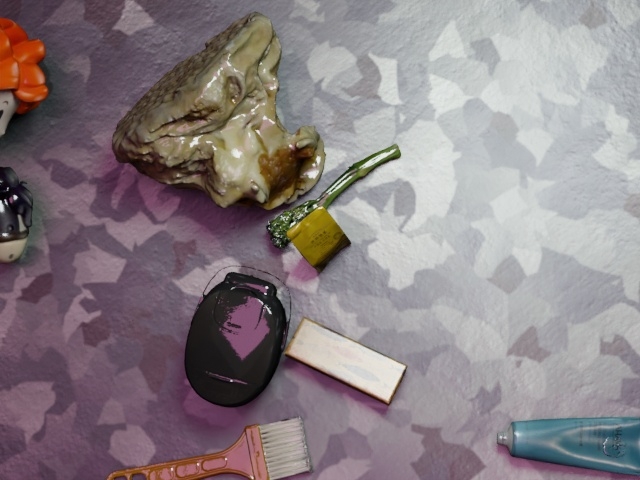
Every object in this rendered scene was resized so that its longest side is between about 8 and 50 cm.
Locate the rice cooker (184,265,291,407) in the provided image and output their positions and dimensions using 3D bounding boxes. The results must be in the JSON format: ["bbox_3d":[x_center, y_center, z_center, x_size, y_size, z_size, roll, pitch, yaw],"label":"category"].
[{"bbox_3d":[-0.118,0.140,1.755,0.142,0.118,0.203,17,85,10],"label":"rice cooker"}]

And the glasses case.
[{"bbox_3d":[0.037,0.177,1.771,0.170,0.041,0.064,24,74,10],"label":"glasses case"}]

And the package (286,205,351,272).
[{"bbox_3d":[0.000,0.000,1.756,0.071,0.131,0.047,-39,74,-2],"label":"package"}]

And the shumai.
[{"bbox_3d":[-0.134,-0.146,1.791,0.314,0.267,0.262,-29,111,30],"label":"shumai"}]

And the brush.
[{"bbox_3d":[-0.170,0.333,1.788,0.314,0.017,0.090,-13,78,6],"label":"brush"}]

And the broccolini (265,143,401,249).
[{"bbox_3d":[0.020,-0.070,1.812,0.239,0.051,0.054,-37,123,-5],"label":"broccolini"}]

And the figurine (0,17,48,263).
[{"bbox_3d":[-0.559,-0.139,1.813,0.306,0.241,0.411,1,92,16],"label":"figurine"}]

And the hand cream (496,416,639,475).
[{"bbox_3d":[0.362,0.287,1.716,0.224,0.048,0.083,2,79,2],"label":"hand cream"}]
